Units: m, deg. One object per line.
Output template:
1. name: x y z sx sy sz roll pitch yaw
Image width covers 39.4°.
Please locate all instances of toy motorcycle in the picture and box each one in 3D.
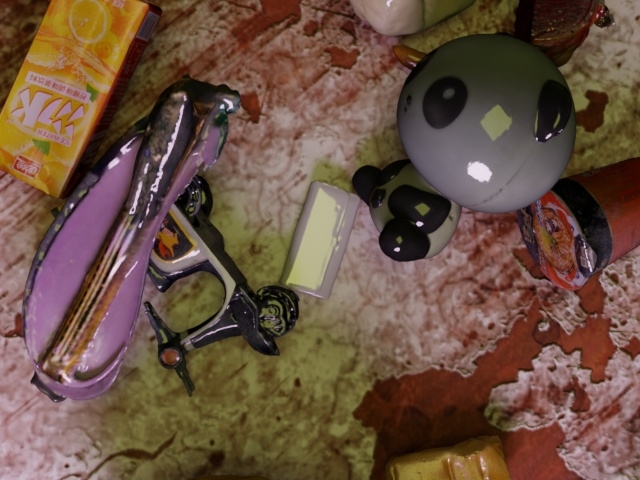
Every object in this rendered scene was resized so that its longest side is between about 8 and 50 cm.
1. toy motorcycle: -0.143 0.032 0.942 0.157 0.091 0.263 -38 87 1

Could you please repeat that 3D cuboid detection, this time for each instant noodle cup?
1. instant noodle cup: 0.304 -0.028 0.973 0.135 0.127 0.127 -23 87 -14

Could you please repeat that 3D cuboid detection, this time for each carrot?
1. carrot: 0.165 -0.175 1.012 0.190 0.037 0.037 29 83 2

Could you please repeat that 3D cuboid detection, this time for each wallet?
1. wallet: 0.000 0.000 0.987 0.061 0.025 0.122 19 83 -10

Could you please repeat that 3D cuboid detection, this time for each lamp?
1. lamp: 0.146 -0.095 0.918 0.197 0.198 0.244 42 109 0

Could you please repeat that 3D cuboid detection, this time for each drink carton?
1. drink carton: -0.258 -0.164 0.931 0.096 0.071 0.223 26 98 -3

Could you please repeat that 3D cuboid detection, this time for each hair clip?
1. hair clip: -0.201 -0.006 0.880 0.110 0.095 0.359 24 103 -26

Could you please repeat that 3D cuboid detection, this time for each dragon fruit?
1. dragon fruit: 0.268 -0.242 0.996 0.096 0.102 0.147 14 80 -6

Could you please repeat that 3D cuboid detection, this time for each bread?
1. bread: 0.136 0.255 0.961 0.132 0.053 0.074 -10 86 -4

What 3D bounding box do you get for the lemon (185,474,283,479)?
1. lemon: -0.069 0.356 0.834 0.316 0.285 0.286 -6 85 26

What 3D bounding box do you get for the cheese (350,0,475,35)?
1. cheese: 0.143 -0.331 0.964 0.263 0.159 0.093 -36 60 -7
